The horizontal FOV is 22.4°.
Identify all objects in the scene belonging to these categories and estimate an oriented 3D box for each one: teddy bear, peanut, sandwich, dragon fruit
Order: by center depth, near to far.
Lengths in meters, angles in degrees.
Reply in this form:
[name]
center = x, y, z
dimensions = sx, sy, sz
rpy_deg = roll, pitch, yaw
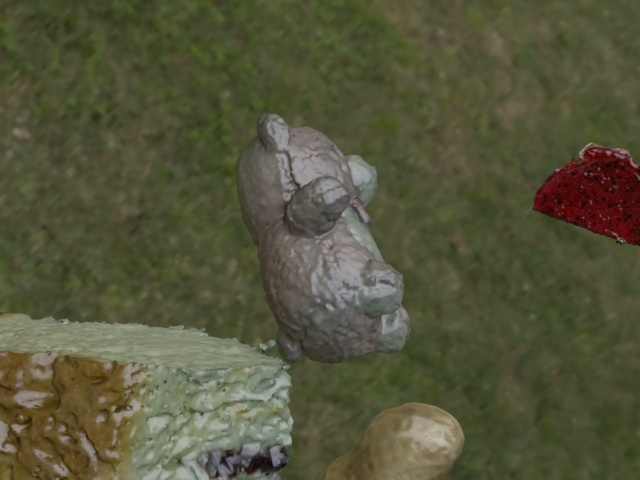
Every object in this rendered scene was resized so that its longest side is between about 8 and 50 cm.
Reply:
[sandwich]
center = -0.174, 0.133, 1.230
dimensions = 0.262, 0.325, 0.131
rpy_deg = -2, 96, -71
[peanut]
center = 0.056, 0.253, 1.665
dimensions = 0.104, 0.228, 0.085
rpy_deg = 45, 25, 3
[teddy bear]
center = -0.001, 0.001, 1.705
dimensions = 0.151, 0.236, 0.267
rpy_deg = -12, 58, -2
[dragon fruit]
center = 0.350, -0.063, 1.946
dimensions = 0.162, 0.106, 0.083
rpy_deg = 21, 20, 24
